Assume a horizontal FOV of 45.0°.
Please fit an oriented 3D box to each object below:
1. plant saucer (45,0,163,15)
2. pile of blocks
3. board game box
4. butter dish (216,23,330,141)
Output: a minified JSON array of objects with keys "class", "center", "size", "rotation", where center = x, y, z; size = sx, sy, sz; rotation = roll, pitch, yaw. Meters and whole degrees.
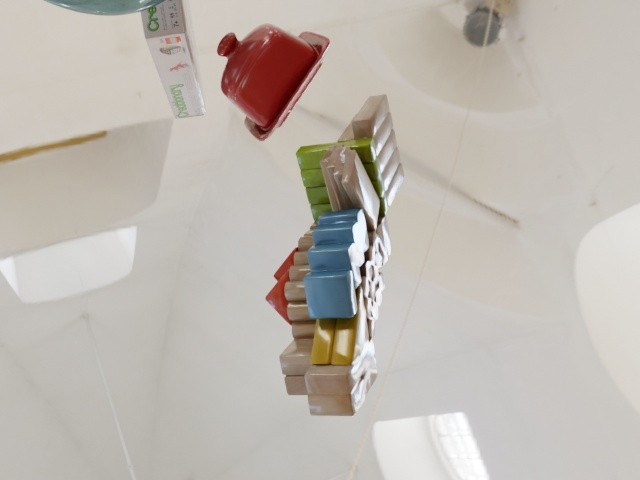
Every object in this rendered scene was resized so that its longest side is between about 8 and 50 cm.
[{"class":"plant saucer","center":[-0.230,-0.380,0.742],"size":[0.317,0.043,0.318],"rotation":[8,-102,-42]},{"class":"pile of blocks","center":[0.000,0.000,0.787],"size":[0.112,0.149,0.362],"rotation":[-5,-128,21]},{"class":"board game box","center":[-0.202,-0.302,1.034],"size":[0.053,0.305,0.193],"rotation":[-10,-98,-5]},{"class":"butter dish","center":[-0.083,-0.231,1.023],"size":[0.118,0.160,0.160],"rotation":[31,-81,-24]}]
